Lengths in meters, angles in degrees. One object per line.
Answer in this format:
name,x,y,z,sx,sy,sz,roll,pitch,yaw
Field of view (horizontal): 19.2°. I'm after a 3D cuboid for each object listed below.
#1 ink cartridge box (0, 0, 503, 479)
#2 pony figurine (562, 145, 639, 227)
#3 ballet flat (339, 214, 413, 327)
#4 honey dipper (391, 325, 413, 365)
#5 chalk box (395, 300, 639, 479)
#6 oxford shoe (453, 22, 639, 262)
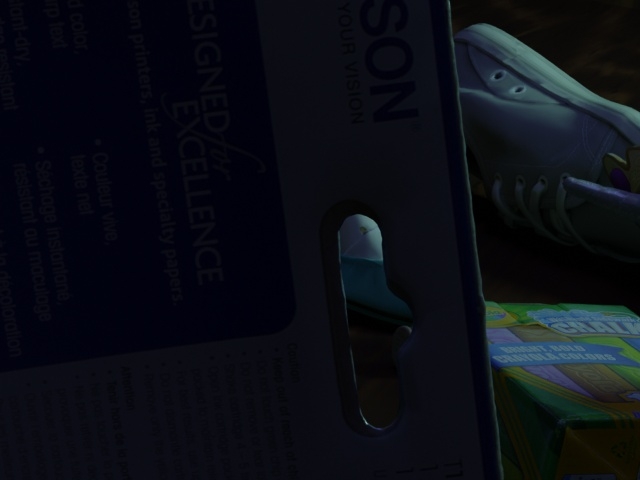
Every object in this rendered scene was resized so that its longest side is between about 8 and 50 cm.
ink cartridge box,-0.097,0.037,0.680,0.307,0.304,0.072,-8,13,-3
pony figurine,0.356,0.033,1.195,0.350,0.303,0.363,-3,32,-6
ballet flat,0.000,0.000,1.379,0.247,0.087,0.083,14,16,18
honey dipper,0.123,0.075,1.292,0.160,0.030,0.030,4,16,-29
chalk box,0.117,0.110,0.972,0.132,0.132,0.213,2,16,-23
oxford shoe,0.222,-0.049,1.618,0.130,0.169,0.449,-42,41,-8
